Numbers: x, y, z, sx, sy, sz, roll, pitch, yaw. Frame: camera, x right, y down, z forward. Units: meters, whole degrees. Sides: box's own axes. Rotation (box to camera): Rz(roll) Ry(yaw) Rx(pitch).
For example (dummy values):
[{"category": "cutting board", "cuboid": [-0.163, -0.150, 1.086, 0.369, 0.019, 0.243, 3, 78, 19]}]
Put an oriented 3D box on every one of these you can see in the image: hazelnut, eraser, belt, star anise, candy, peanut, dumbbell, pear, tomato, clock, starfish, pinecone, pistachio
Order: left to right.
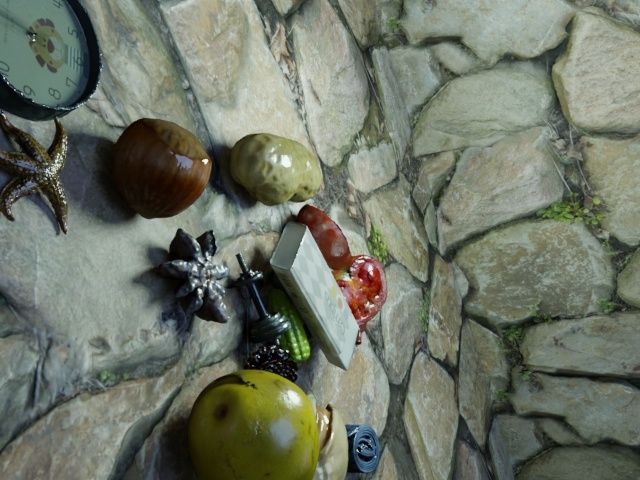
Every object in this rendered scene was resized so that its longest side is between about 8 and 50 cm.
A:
[{"category": "clock", "cuboid": [-0.534, -0.378, 1.228, 0.312, 0.061, 0.313, 37, 47, -53]}, {"category": "starfish", "cuboid": [-0.499, -0.121, 1.187, 0.238, 0.057, 0.213, 61, 38, -28]}, {"category": "hazelnut", "cuboid": [-0.336, -0.146, 1.399, 0.214, 0.176, 0.214, -4, 99, -29]}, {"category": "star anise", "cuboid": [-0.272, 0.082, 1.498, 0.229, 0.093, 0.236, -24, 98, -63]}, {"category": "pear", "cuboid": [-0.138, 0.433, 1.434, 0.285, 0.284, 0.336, -72, 161, -46]}, {"category": "dumbbell", "cuboid": [-0.159, 0.151, 1.687, 0.110, 0.110, 0.255, -32, 101, -62]}, {"category": "pinecone", "cuboid": [-0.122, 0.322, 1.646, 0.140, 0.140, 0.121, 57, -8, -35]}, {"category": "peanut", "cuboid": [-0.112, -0.190, 1.850, 0.387, 0.169, 0.192, 4, 81, -63]}, {"category": "candy", "cuboid": [-0.093, 0.230, 1.788, 0.096, 0.096, 0.210, 2, 68, -63]}, {"category": "pistachio", "cuboid": [-0.024, 0.533, 1.694, 0.193, 0.214, 0.318, 25, 33, -4]}, {"category": "eraser", "cuboid": [-0.008, 0.157, 1.845, 0.397, 0.082, 0.213, 63, 30, -32]}, {"category": "tomato", "cuboid": [-0.002, 0.002, 1.988, 0.101, 0.228, 0.228, -41, 126, -11]}, {"category": "tomato", "cuboid": [0.097, 0.160, 2.138, 0.233, 0.139, 0.200, -42, 114, -22]}, {"category": "belt", "cuboid": [0.107, 0.626, 2.007, 0.190, 0.082, 0.141, 33, 53, -55]}]

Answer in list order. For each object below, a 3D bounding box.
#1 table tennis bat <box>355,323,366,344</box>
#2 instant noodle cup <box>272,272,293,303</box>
[{"category": "table tennis bat", "cuboid": [0.135, 0.286, 2.286, 0.098, 0.019, 0.155, 52, 33, -42]}, {"category": "instant noodle cup", "cuboid": [-0.074, 0.097, 1.904, 0.157, 0.070, 0.179, 52, 36, -43]}]
